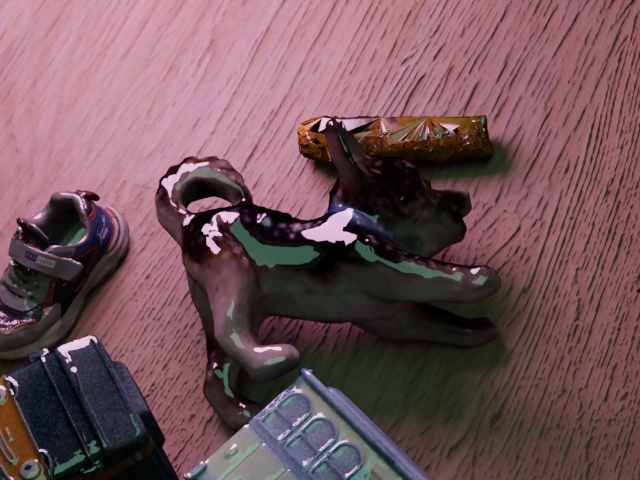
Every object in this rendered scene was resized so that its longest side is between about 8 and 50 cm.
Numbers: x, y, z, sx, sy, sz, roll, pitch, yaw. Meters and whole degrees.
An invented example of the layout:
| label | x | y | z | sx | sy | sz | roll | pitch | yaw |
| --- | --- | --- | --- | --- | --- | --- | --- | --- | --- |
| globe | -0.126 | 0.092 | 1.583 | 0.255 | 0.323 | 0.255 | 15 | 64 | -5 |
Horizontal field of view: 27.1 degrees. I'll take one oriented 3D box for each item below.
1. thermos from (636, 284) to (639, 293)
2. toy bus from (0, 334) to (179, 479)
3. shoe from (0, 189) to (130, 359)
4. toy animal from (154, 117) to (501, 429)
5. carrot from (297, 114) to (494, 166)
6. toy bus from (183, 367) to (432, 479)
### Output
| label | x | y | z | sx | sy | sz | roll | pitch | yaw |
| --- | --- | --- | --- | --- | --- | --- | --- | --- | --- |
| thermos | 0.441 | 0.108 | 1.326 | 0.176 | 0.146 | 0.265 | -14 | 57 | -15 |
| toy bus | -0.230 | 0.221 | 1.299 | 0.167 | 0.275 | 0.138 | -28 | 60 | -8 |
| shoe | -0.313 | 0.029 | 1.508 | 0.099 | 0.125 | 0.227 | 30 | 68 | 20 |
| toy animal | 0.000 | 0.000 | 1.432 | 0.344 | 0.194 | 0.302 | -19 | 65 | -7 |
| carrot | 0.088 | -0.119 | 1.557 | 0.229 | 0.069 | 0.069 | -1 | 61 | 8 |
| toy bus | 0.035 | 0.296 | 1.282 | 0.190 | 0.152 | 0.312 | -41 | 62 | -13 |
